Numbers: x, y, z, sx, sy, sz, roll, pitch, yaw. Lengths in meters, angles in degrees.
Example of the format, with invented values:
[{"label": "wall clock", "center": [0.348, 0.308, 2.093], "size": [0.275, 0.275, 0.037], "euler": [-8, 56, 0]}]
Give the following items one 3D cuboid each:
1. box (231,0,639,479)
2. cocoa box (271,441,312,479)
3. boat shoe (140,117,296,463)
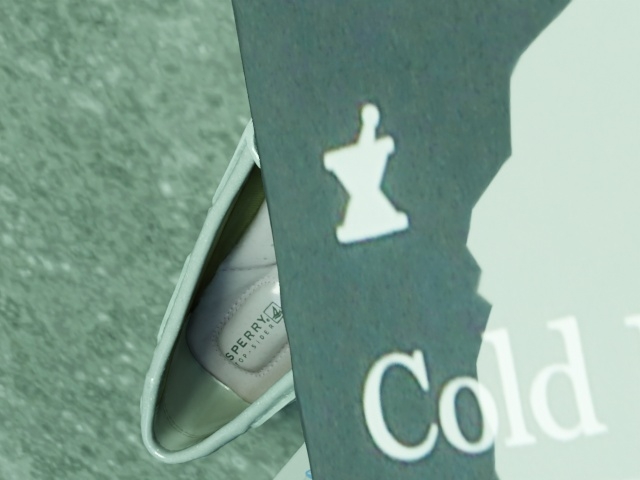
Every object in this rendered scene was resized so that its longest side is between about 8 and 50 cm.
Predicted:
[{"label": "box", "center": [0.233, -0.143, 0.382], "size": [0.480, 0.297, 0.471], "euler": [-14, 83, 39]}, {"label": "cocoa box", "center": [0.146, 0.210, 0.866], "size": [0.231, 0.228, 0.347], "euler": [9, 129, 34]}, {"label": "boat shoe", "center": [-0.003, -0.001, 0.902], "size": [0.118, 0.103, 0.320], "euler": [39, 135, 2]}]
